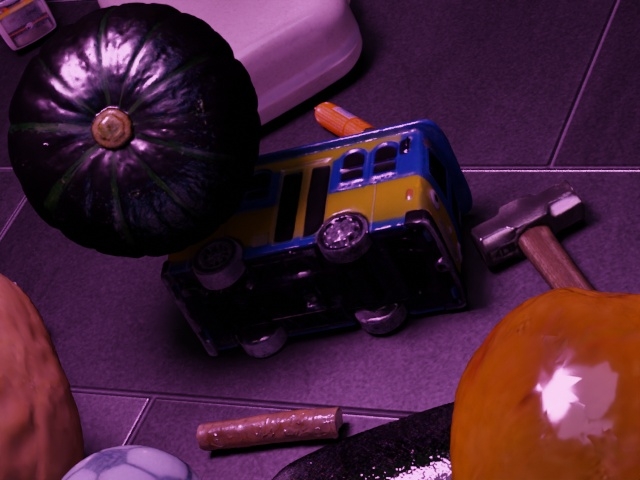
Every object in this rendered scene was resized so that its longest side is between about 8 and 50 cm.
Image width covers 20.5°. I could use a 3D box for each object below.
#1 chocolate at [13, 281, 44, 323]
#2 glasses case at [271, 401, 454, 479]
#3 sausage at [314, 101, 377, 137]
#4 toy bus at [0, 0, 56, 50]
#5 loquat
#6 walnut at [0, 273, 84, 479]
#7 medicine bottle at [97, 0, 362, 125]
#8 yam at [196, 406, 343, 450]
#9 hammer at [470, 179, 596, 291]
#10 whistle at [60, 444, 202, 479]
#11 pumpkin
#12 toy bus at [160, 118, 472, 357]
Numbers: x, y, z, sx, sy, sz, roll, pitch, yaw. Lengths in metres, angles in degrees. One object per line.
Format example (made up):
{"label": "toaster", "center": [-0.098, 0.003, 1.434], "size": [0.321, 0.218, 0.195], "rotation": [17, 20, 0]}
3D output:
{"label": "chocolate", "center": [-0.407, 0.132, 1.896], "size": [0.148, 0.093, 0.214], "rotation": [12, 52, 40]}
{"label": "glasses case", "center": [0.076, 0.209, 1.560], "size": [0.266, 0.067, 0.103], "rotation": [-20, 38, 10]}
{"label": "sausage", "center": [0.026, -0.131, 1.992], "size": [0.031, 0.031, 0.107], "rotation": [-39, 39, -14]}
{"label": "toy bus", "center": [-0.438, -0.356, 2.439], "size": [0.092, 0.106, 0.268], "rotation": [-30, 37, -4]}
{"label": "loquat", "center": [0.226, 0.177, 1.367], "size": [0.276, 0.276, 0.284], "rotation": [7, 55, 35]}
{"label": "walnut", "center": [-0.393, 0.190, 1.623], "size": [0.383, 0.383, 0.383], "rotation": [-16, 40, 14]}
{"label": "medicine bottle", "center": [-0.118, -0.275, 2.156], "size": [0.282, 0.123, 0.375], "rotation": [-30, 38, -6]}
{"label": "yam", "center": [-0.048, 0.180, 1.691], "size": [0.145, 0.032, 0.032], "rotation": [-9, 42, 20]}
{"label": "hammer", "center": [0.259, 0.074, 1.635], "size": [0.111, 0.043, 0.365], "rotation": [-28, 41, -3]}
{"label": "whistle", "center": [-0.192, 0.253, 1.476], "size": [0.289, 0.163, 0.163], "rotation": [-11, 41, 6]}
{"label": "pumpkin", "center": [-0.173, -0.106, 1.734], "size": [0.248, 0.248, 0.248], "rotation": [-16, 40, 14]}
{"label": "toy bus", "center": [0.000, 0.000, 1.777], "size": [0.287, 0.138, 0.175], "rotation": [-12, 42, 19]}
